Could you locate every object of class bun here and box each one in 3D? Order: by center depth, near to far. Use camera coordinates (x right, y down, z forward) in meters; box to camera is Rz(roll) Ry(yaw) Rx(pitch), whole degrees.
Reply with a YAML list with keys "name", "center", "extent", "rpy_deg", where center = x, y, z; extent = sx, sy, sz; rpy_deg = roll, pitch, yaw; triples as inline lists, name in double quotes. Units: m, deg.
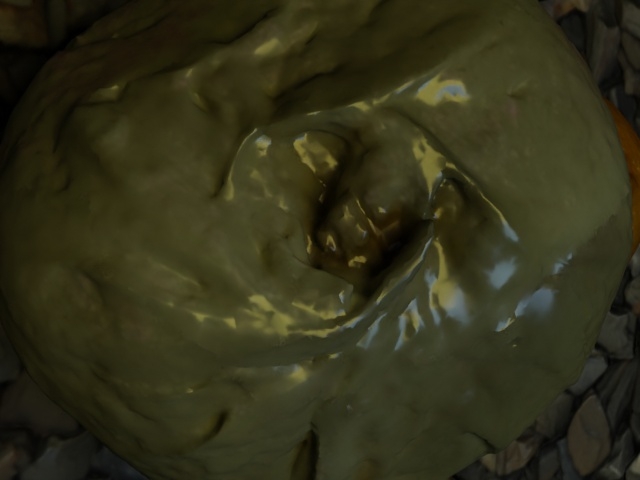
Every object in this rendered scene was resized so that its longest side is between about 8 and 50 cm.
- name: "bun"
  center: [0.000, 0.000, 0.680]
  extent: [0.361, 0.213, 0.361]
  rpy_deg: [-2, 98, -11]

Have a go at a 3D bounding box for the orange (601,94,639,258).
- name: "orange"
  center: [0.148, -0.029, 0.868]
  extent: [0.177, 0.155, 0.178]
  rpy_deg: [-14, 117, -29]
